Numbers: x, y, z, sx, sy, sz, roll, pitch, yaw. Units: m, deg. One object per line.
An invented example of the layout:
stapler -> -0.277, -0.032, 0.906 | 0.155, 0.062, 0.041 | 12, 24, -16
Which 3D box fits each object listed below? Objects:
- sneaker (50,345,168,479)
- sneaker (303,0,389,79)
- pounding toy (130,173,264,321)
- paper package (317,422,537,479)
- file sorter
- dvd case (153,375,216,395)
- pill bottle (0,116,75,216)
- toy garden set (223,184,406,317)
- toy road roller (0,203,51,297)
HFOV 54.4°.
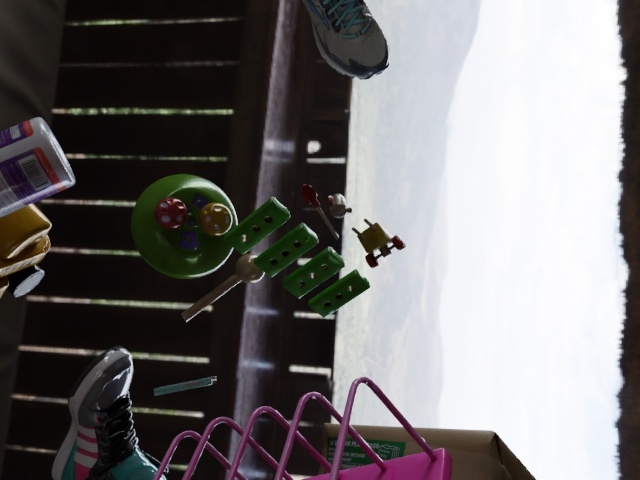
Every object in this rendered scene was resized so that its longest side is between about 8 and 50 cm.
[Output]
sneaker -> -0.309, 0.320, 0.962 | 0.123, 0.178, 0.296 | -26, 145, -57
sneaker -> 0.020, -0.396, 1.032 | 0.283, 0.110, 0.122 | 58, -1, 7
pounding toy -> -0.202, -0.010, 1.035 | 0.237, 0.182, 0.110 | 60, -24, -2
paper package -> 0.191, 0.450, 1.097 | 0.309, 0.324, 0.168 | 50, 44, -44
file sorter -> -0.038, 0.291, 0.664 | 0.182, 0.290, 0.202 | 52, 33, -22
dvd case -> -0.210, 0.228, 0.981 | 0.119, 0.087, 0.013 | 123, -44, -78
pill bottle -> -0.460, -0.088, 0.876 | 0.108, 0.193, 0.108 | 59, -13, 23
toy garden set -> 0.000, 0.000, 1.034 | 0.244, 0.203, 0.049 | 41, 25, -29
toy road roller -> -0.778, 0.014, 1.433 | 0.241, 0.202, 0.329 | -48, 175, 25
